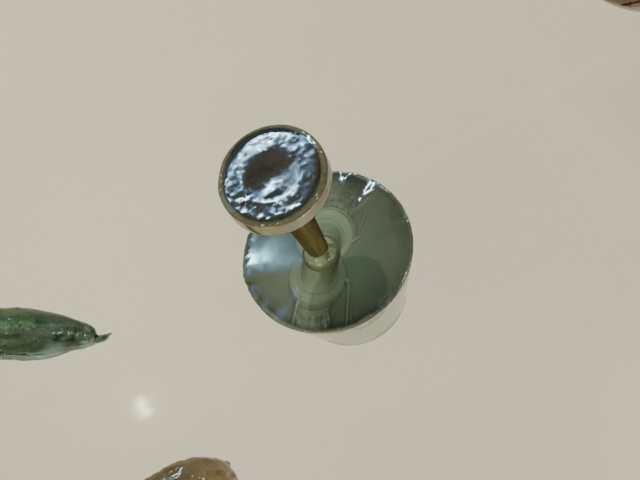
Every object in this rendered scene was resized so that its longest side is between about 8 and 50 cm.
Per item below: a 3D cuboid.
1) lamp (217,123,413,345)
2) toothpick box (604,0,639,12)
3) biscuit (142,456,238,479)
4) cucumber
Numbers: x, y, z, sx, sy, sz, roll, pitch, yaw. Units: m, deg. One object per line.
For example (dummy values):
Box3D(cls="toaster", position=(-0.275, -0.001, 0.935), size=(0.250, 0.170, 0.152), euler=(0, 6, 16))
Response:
Box3D(cls="lamp", position=(0.000, 0.000, 1.102), size=(0.121, 0.121, 0.214), euler=(-37, 152, -4))
Box3D(cls="toothpick box", position=(0.305, -0.254, 1.096), size=(0.294, 0.192, 0.192), euler=(-20, 143, -29))
Box3D(cls="biscuit", position=(-0.282, 0.350, 1.523), size=(0.394, 0.076, 0.368), euler=(-3, 139, -36))
Box3D(cls="cucumber", position=(-0.218, 0.063, 1.093), size=(0.155, 0.037, 0.037), euler=(6, 134, -9))
